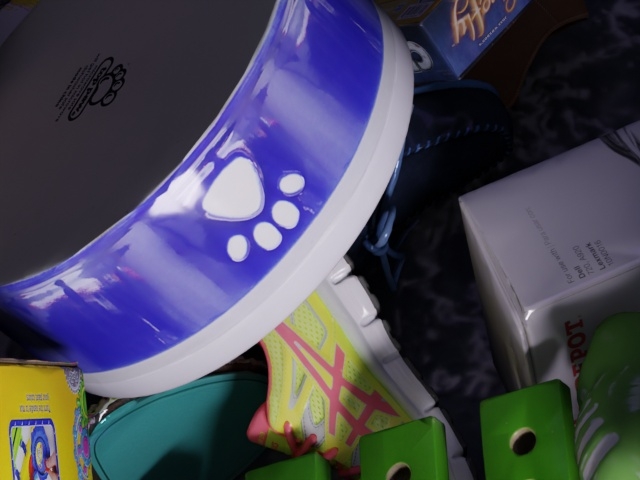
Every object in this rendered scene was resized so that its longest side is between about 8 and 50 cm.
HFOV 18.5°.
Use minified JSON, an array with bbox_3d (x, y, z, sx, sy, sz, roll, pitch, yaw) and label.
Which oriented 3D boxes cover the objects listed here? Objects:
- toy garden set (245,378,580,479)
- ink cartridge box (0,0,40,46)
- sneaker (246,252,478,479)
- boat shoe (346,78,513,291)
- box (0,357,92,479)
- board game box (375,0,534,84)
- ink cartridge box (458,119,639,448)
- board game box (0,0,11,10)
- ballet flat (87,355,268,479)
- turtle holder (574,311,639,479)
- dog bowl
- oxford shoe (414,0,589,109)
[{"bbox_3d":[0.025,0.197,0.937,0.244,0.049,0.204,-19,56,26],"label":"toy garden set"},{"bbox_3d":[-0.146,-0.120,1.259,0.115,0.067,0.198,29,64,31],"label":"ink cartridge box"},{"bbox_3d":[0.012,0.095,1.028,0.094,0.081,0.208,-31,76,-8],"label":"sneaker"},{"bbox_3d":[0.000,0.000,1.128,0.258,0.109,0.089,-29,56,11],"label":"boat shoe"},{"bbox_3d":[-0.256,0.207,0.893,0.290,0.177,0.279,-7,85,8],"label":"box"},{"bbox_3d":[0.050,-0.156,1.177,0.165,0.042,0.243,-47,24,-22],"label":"board game box"},{"bbox_3d":[0.193,0.012,1.019,0.219,0.160,0.092,-22,50,-5],"label":"ink cartridge box"},{"bbox_3d":[-0.257,-0.247,1.359,0.316,0.064,0.242,-42,55,-9],"label":"board game box"},{"bbox_3d":[-0.130,0.131,1.059,0.241,0.091,0.077,-34,26,-18],"label":"ballet flat"},{"bbox_3d":[0.261,0.160,0.857,0.320,0.243,0.227,1,16,32],"label":"turtle holder"},{"bbox_3d":[-0.085,-0.054,1.041,0.265,0.104,0.265,-30,38,27],"label":"dog bowl"},{"bbox_3d":[0.077,-0.095,1.192,0.212,0.076,0.076,-41,94,-6],"label":"oxford shoe"}]
